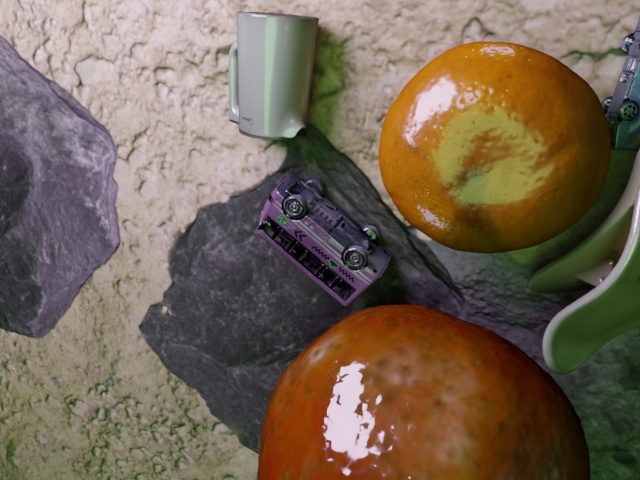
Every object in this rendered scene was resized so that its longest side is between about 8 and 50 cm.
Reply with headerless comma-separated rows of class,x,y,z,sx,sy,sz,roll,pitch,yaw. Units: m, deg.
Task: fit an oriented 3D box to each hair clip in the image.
hair clip,0.340,0.028,0.645,0.173,0.113,0.282,14,131,-32

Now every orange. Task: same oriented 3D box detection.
orange,0.186,-0.098,0.643,0.240,0.171,0.240,4,109,12

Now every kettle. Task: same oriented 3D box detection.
kettle,-0.069,-0.207,0.732,0.127,0.098,0.148,9,114,9

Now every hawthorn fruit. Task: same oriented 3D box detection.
hawthorn fruit,0.097,0.289,0.685,0.403,0.403,0.402,6,109,16

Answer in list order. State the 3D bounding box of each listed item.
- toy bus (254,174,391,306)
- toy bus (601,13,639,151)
toy bus,0.000,0.000,0.783,0.178,0.087,0.098,41,121,-1
toy bus,0.352,-0.173,0.632,0.061,0.051,0.152,10,111,1
